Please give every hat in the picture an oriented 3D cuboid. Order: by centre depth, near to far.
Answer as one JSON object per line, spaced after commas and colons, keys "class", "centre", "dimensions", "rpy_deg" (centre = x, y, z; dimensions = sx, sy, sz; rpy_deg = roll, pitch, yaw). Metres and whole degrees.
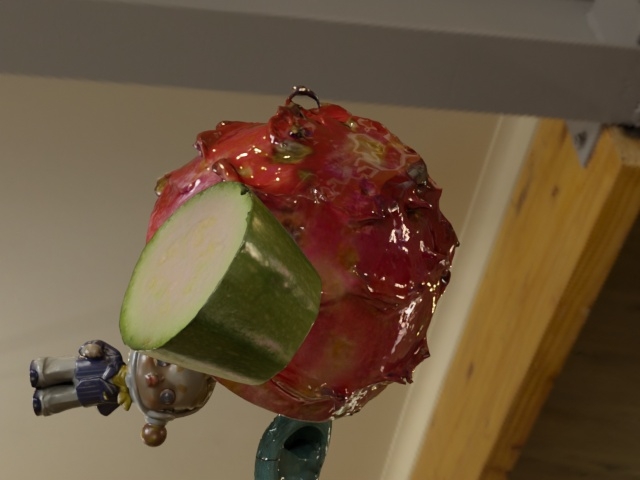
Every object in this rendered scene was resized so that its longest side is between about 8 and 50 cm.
{"class": "hat", "centre": [-0.052, 0.333, 1.561], "dimensions": [0.078, 0.191, 0.138], "rpy_deg": [10, -9, 41]}

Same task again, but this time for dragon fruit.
{"class": "dragon fruit", "centre": [0.000, 0.000, 1.119], "dimensions": [0.371, 0.386, 0.249], "rpy_deg": [50, -52, 8]}

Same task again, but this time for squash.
{"class": "squash", "centre": [-0.078, 0.042, 0.857], "dimensions": [0.123, 0.170, 0.170], "rpy_deg": [33, -56, -23]}

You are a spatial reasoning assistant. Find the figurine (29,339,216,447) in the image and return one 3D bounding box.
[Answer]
{"class": "figurine", "centre": [-0.276, 0.208, 1.464], "dimensions": [0.274, 0.133, 0.194], "rpy_deg": [-28, -88, -3]}
